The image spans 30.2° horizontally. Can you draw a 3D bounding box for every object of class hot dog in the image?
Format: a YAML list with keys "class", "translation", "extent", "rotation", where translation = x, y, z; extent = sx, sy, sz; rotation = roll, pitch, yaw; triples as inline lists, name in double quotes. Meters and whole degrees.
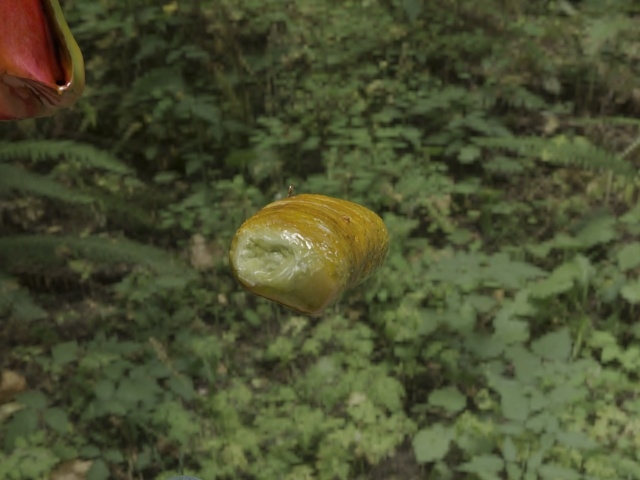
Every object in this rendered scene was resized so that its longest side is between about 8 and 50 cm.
- class: "hot dog"
  translation: [0.001, 0.004, 0.773]
  extent: [0.088, 0.061, 0.286]
  rotation: [21, 7, 2]

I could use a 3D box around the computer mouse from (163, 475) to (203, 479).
- class: "computer mouse"
  translation: [-0.065, 0.297, 0.876]
  extent: [0.167, 0.090, 0.379]
  rotation: [-50, 34, -15]

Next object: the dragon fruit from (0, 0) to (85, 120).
- class: "dragon fruit"
  translation: [-0.298, -0.180, 0.710]
  extent: [0.305, 0.225, 0.305]
  rotation: [-1, 10, 0]
